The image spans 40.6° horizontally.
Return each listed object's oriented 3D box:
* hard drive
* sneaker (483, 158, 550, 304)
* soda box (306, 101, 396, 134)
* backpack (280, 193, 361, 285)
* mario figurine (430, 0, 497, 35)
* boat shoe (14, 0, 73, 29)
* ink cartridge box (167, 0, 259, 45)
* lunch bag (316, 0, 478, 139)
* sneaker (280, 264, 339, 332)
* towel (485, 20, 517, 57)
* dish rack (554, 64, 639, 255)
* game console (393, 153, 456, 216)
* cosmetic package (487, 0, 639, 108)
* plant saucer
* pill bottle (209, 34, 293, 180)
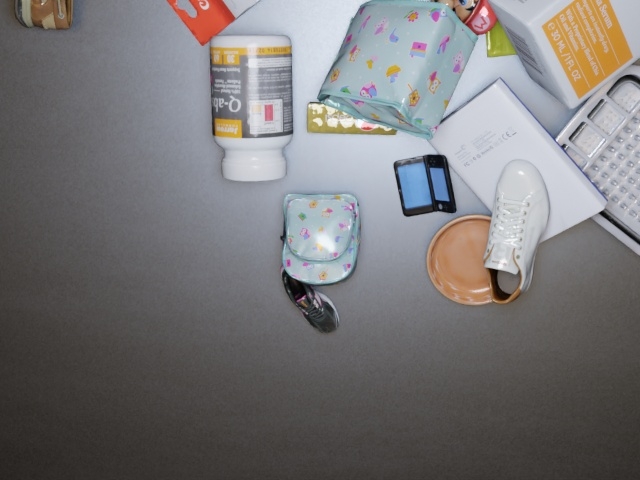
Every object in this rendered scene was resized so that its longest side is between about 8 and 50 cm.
[{"bbox_3d":[0.381,-0.144,1.709,0.318,0.040,0.210,47,138,-7],"label":"hard drive"},{"bbox_3d":[0.377,-0.007,1.680,0.106,0.123,0.290,10,115,28],"label":"sneaker"},{"bbox_3d":[0.064,-0.247,1.752,0.181,0.058,0.061,2,103,4],"label":"soda box"},{"bbox_3d":[0.000,0.000,1.753,0.166,0.144,0.188,1,89,2],"label":"backpack"},{"bbox_3d":[0.201,-0.502,1.620,0.320,0.198,0.170,42,90,-2],"label":"mario figurine"},{"bbox_3d":[-0.511,-0.569,1.692,0.120,0.122,0.324,13,112,-5],"label":"boat shoe"},{"bbox_3d":[-0.204,-0.527,1.707,0.232,0.066,0.189,-37,99,7],"label":"ink cartridge box"},{"bbox_3d":[0.130,-0.332,1.637,0.160,0.262,0.223,27,86,-46],"label":"lunch bag"},{"bbox_3d":[-0.031,0.130,1.837,0.072,0.077,0.178,-39,99,12],"label":"sneaker"},{"bbox_3d":[0.445,-0.424,1.705,0.237,0.021,0.102,-6,102,5],"label":"towel"},{"bbox_3d":[0.633,-0.156,1.731,0.333,0.072,0.285,37,102,-5],"label":"dish rack"},{"bbox_3d":[0.214,-0.109,1.771,0.071,0.107,0.122,-18,104,-21],"label":"game console"},{"bbox_3d":[0.554,-0.478,1.553,0.453,0.161,0.230,-39,130,6],"label":"cosmetic package"},{"bbox_3d":[0.321,0.037,1.805,0.200,0.037,0.200,2,109,6],"label":"plant saucer"},{"bbox_3d":[-0.134,-0.264,1.709,0.162,0.162,0.278,0,103,4],"label":"pill bottle"}]
